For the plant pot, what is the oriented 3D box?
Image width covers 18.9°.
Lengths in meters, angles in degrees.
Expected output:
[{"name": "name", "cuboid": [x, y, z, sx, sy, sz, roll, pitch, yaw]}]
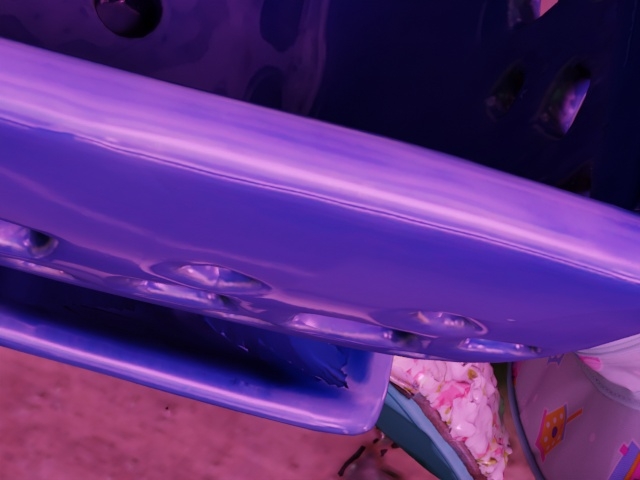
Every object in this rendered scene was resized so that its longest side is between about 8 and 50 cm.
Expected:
[{"name": "plant pot", "cuboid": [-0.036, -0.086, 0.485, 0.236, 0.236, 0.212, 16, 156, -14]}]

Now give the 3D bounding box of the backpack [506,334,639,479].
[{"name": "backpack", "cuboid": [0.146, 0.025, 0.632, 0.144, 0.166, 0.188, 33, 108, -21]}]

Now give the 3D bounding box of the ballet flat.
[{"name": "ballet flat", "cuboid": [0.000, 0.000, 0.652, 0.241, 0.091, 0.077, 41, 82, -31]}]
